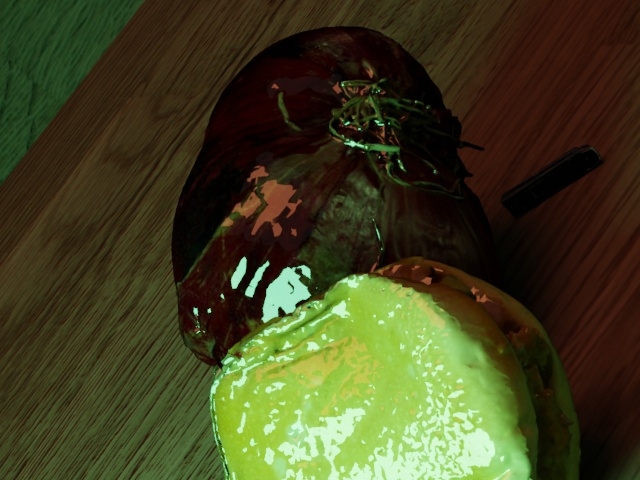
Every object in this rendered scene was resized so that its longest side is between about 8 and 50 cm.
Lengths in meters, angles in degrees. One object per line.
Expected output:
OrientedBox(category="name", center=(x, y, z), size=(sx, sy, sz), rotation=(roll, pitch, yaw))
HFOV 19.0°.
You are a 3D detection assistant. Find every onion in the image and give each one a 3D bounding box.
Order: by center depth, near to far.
OrientedBox(category="onion", center=(0.007, -0.013, 1.267), size=(0.281, 0.221, 0.281), rotation=(-177, 90, -69))

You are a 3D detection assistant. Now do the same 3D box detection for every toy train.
OrientedBox(category="toy train", center=(0.163, -0.045, 1.341), size=(0.083, 0.017, 0.017), rotation=(-34, 19, 33))

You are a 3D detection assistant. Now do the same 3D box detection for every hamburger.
OrientedBox(category="hamburger", center=(0.044, 0.114, 1.071), size=(0.214, 0.214, 0.108), rotation=(-39, -18, 23))
